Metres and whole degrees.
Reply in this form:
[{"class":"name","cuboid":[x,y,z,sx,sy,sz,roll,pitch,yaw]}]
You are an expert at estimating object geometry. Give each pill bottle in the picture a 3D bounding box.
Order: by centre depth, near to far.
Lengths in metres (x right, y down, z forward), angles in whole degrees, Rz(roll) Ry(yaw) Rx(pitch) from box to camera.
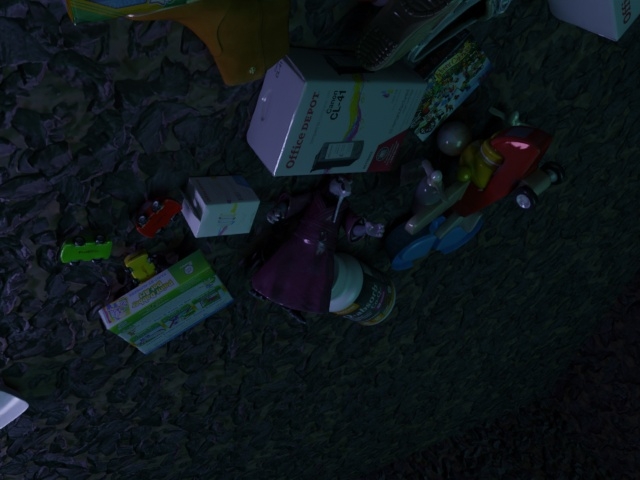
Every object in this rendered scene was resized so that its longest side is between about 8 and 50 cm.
[{"class":"pill bottle","cuboid":[0.069,0.122,1.831,0.162,0.162,0.278,-46,144,13]}]

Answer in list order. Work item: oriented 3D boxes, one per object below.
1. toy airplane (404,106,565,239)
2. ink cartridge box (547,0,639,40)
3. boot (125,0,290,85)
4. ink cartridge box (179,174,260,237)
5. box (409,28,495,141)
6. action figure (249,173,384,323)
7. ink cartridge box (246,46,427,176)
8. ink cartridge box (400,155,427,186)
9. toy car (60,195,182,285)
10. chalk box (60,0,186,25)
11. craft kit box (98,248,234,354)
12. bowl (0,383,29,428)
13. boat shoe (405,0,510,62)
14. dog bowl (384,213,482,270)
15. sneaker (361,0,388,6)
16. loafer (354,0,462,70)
[{"class":"toy airplane","cuboid":[0.375,-0.169,1.724,0.384,0.272,0.386,-36,-178,17]},{"class":"ink cartridge box","cuboid":[0.625,-0.646,1.373,0.395,0.166,0.285,-50,145,0]},{"class":"boot","cuboid":[-0.174,-0.343,1.154,0.295,0.104,0.211,-26,143,-22]},{"class":"ink cartridge box","cuboid":[-0.216,-0.071,1.434,0.143,0.092,0.090,-6,135,-34]},{"class":"box","cuboid":[0.270,-0.350,1.570,0.233,0.044,0.159,-45,144,11]},{"class":"action figure","cuboid":[0.000,0.000,1.613,0.276,0.248,0.370,45,70,-87]},{"class":"ink cartridge box","cuboid":[0.034,-0.255,1.405,0.306,0.131,0.226,-9,136,-35]},{"class":"ink cartridge box","cuboid":[0.229,-0.173,1.747,0.083,0.028,0.048,-24,142,-18]},{"class":"toy car","cuboid":[-0.407,0.002,1.389,0.225,0.053,0.239,-5,133,-36]},{"class":"chalk box","cuboid":[-0.269,-0.408,0.976,0.213,0.132,0.132,-18,140,-22]},{"class":"craft kit box","cuboid":[-0.334,0.146,1.563,0.250,0.061,0.246,-32,161,-8]},{"class":"bowl","cuboid":[-0.732,0.360,1.516,0.142,0.053,0.142,-37,145,0]},{"class":"boat shoe","cuboid":[0.290,-0.457,1.389,0.320,0.103,0.118,-25,167,-12]},{"class":"dog bowl","cuboid":[0.306,-0.016,1.930,0.297,0.074,0.166,-20,153,-23]},{"class":"sneaker","cuboid":[0.104,-0.516,1.209,0.128,0.087,0.221,-5,133,-38]},{"class":"loafer","cuboid":[0.173,-0.422,1.276,0.268,0.102,0.092,-39,177,26]}]
